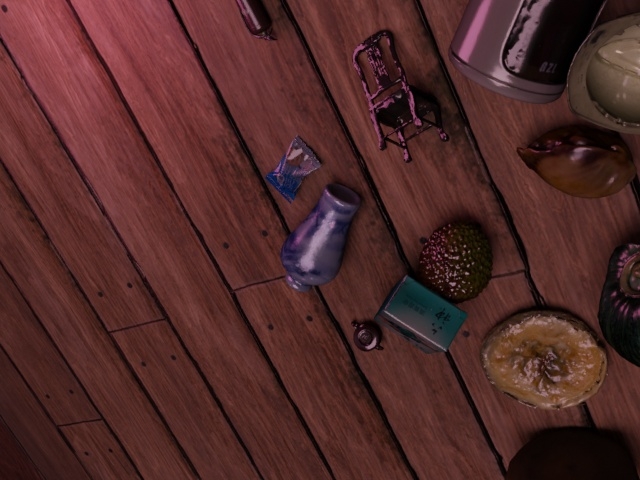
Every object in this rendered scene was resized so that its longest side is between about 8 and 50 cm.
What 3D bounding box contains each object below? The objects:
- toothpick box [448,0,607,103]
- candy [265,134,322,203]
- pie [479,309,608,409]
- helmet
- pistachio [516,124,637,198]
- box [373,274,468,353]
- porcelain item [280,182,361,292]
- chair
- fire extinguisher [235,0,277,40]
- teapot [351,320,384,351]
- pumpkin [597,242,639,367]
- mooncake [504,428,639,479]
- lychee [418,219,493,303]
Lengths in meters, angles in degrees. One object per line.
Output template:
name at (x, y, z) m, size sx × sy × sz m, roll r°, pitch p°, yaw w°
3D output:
toothpick box at (0.353, -0.410, 1.149) m, size 0.229 × 0.229 × 0.316 m, roll 26°, pitch 123°, yaw 10°
candy at (-0.059, -0.157, 1.581) m, size 0.088 × 0.038 × 0.136 m, roll 47°, pitch 120°, yaw 11°
pie at (0.484, 0.262, 1.549) m, size 0.274 × 0.055 × 0.274 m, roll 12°, pitch 122°, yaw 19°
helmet at (0.513, -0.291, 1.165) m, size 0.258 × 0.137 × 0.204 m, roll 7°, pitch 121°, yaw -6°
pistachio at (0.464, -0.148, 1.291) m, size 0.210 × 0.130 × 0.165 m, roll 12°, pitch 162°, yaw 19°
box at (0.208, 0.164, 1.514) m, size 0.153 × 0.092 × 0.245 m, roll 32°, pitch 170°, yaw 6°
porcelain item at (0.000, 0.000, 1.587) m, size 0.141 × 0.141 × 0.259 m, roll 32°, pitch 117°, yaw 6°
chair at (0.153, -0.285, 1.388) m, size 0.106 × 0.113 × 0.229 m, roll -27°, pitch 66°, yaw 34°
fire extinguisher at (-0.144, -0.470, 1.441) m, size 0.078 × 0.045 × 0.157 m, roll -3°, pitch 120°, yaw 58°
teapot at (0.113, 0.230, 1.713) m, size 0.100 × 0.045 × 0.068 m, roll 43°, pitch 104°, yaw 19°
pumpkin at (0.637, 0.157, 1.256) m, size 0.263 × 0.196 × 0.293 m, roll 33°, pitch 170°, yaw -29°
mooncake at (0.558, 0.562, 1.543) m, size 0.290 × 0.290 × 0.161 m, roll -12°, pitch 117°, yaw 30°
lychee at (0.283, 0.040, 1.463) m, size 0.171 × 0.171 × 0.171 m, roll 11°, pitch 121°, yaw 19°
